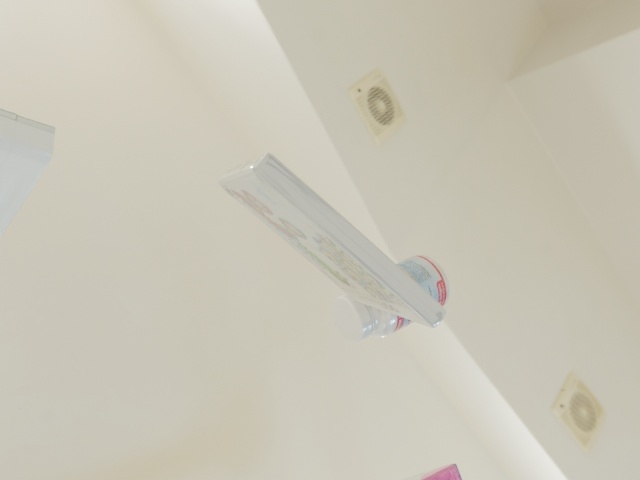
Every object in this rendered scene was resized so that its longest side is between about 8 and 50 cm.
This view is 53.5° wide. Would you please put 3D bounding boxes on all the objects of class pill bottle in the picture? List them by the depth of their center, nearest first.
[{"bbox_3d":[0.099,0.084,0.898,0.160,0.087,0.087,-21,-85,-31],"label":"pill bottle"}]

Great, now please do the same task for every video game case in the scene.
[{"bbox_3d":[0.000,0.000,0.457,0.157,0.143,0.019,41,-100,-15],"label":"video game case"}]

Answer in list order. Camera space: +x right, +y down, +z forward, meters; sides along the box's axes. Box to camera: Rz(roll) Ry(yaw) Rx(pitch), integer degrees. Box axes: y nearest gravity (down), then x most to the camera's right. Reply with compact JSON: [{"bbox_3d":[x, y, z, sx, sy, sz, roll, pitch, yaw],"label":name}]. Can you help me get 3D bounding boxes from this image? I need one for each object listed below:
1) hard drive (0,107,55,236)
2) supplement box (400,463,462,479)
[{"bbox_3d":[-0.386,-0.065,0.462,0.308,0.203,0.040,17,-130,-36],"label":"hard drive"},{"bbox_3d":[0.126,0.397,0.888,0.220,0.111,0.113,16,-129,-57],"label":"supplement box"}]
